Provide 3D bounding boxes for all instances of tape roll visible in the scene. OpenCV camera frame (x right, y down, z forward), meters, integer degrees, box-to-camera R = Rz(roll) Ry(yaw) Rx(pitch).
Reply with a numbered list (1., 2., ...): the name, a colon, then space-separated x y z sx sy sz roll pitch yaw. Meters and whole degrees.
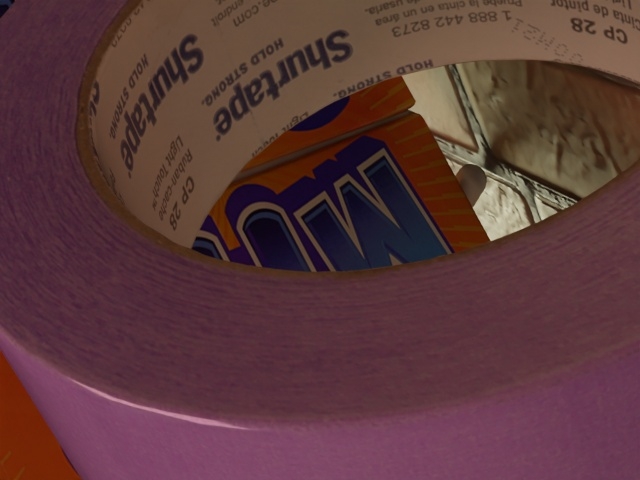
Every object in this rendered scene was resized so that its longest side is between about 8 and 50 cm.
1. tape roll: 0.031 -0.029 0.433 0.275 0.274 0.090 44 160 45

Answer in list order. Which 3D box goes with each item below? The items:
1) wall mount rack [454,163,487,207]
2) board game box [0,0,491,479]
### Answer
1. wall mount rack: 0.000 0.000 0.952 0.350 0.130 0.304 49 167 28
2. board game box: -0.163 0.044 0.761 0.356 0.356 0.356 -31 86 40
